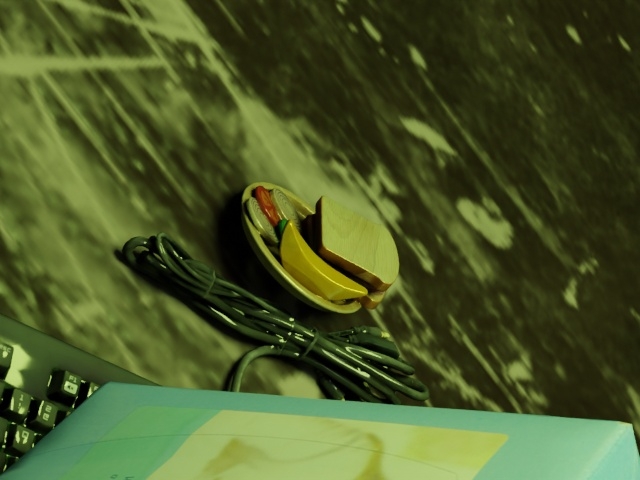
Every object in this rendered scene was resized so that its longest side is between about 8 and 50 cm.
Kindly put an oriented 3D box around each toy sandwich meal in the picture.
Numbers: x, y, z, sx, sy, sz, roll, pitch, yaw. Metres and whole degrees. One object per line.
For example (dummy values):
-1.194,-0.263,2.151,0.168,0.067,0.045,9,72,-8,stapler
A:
0.000,0.000,0.882,0.085,0.029,0.085,38,26,-22,toy sandwich meal

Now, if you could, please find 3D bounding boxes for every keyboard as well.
-0.037,0.096,0.823,0.317,0.033,0.201,29,54,-34,keyboard

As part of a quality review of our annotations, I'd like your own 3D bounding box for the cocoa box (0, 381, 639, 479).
-0.050,0.227,0.564,0.347,0.231,0.228,-43,123,-45,cocoa box
